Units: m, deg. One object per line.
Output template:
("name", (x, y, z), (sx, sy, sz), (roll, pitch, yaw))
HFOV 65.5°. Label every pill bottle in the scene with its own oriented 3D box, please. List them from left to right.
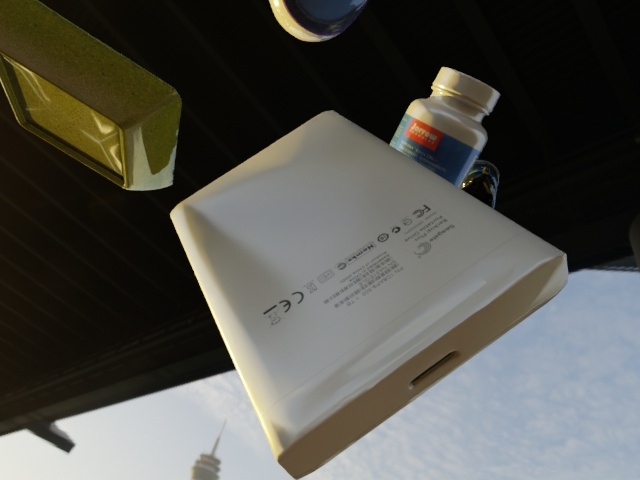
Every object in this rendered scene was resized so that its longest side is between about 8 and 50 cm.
("pill bottle", (0.163, -0.129, 0.725), (0.124, 0.124, 0.222), (24, -73, -5))

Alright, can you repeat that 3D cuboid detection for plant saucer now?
("plant saucer", (-0.233, -0.126, 0.482), (0.188, 0.045, 0.188), (32, -27, -6))

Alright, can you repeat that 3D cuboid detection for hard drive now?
("hard drive", (0.000, 0.000, 0.463), (0.233, 0.353, 0.047), (-34, -51, -7))

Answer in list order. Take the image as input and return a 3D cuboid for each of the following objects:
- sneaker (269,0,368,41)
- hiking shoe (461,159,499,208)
("sneaker", (0.072, -0.324, 0.384), (0.130, 0.236, 0.323), (18, -81, -30))
("hiking shoe", (0.313, -0.025, 1.103), (0.113, 0.132, 0.305), (12, -70, 16))
